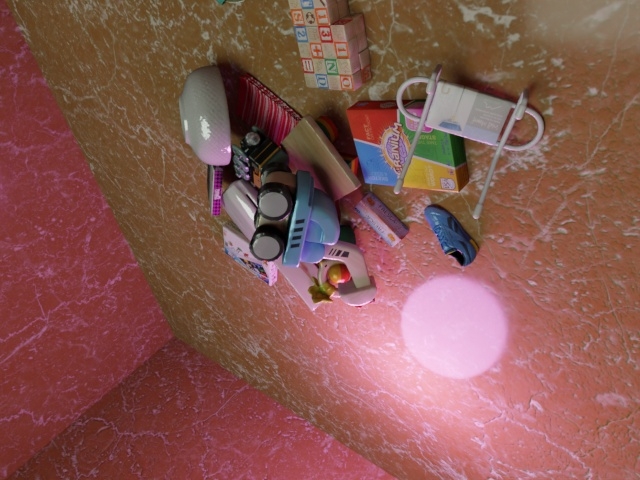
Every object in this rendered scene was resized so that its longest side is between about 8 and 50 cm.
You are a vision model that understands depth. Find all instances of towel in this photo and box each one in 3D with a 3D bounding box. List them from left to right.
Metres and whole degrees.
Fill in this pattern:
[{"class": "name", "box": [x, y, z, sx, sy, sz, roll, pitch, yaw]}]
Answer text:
[{"class": "towel", "box": [-0.182, -0.424, 1.736, 0.275, 0.031, 0.199, 41, 146, 11]}]

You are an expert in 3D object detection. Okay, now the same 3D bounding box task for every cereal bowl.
[{"class": "cereal bowl", "box": [-0.408, -0.425, 1.747, 0.339, 0.141, 0.339, 172, 90, -74]}]

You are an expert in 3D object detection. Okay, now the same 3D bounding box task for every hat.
[{"class": "hat", "box": [0.102, -0.045, 1.805, 0.173, 0.183, 0.208, 32, -175, 19]}]

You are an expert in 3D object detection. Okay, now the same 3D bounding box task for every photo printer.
[{"class": "photo printer", "box": [-0.285, -0.116, 2.018, 0.256, 0.107, 0.307, 54, 163, -9]}]

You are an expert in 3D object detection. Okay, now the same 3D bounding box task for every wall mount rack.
[{"class": "wall mount rack", "box": [0.323, -0.232, 1.186, 0.350, 0.130, 0.304, 19, 131, 10]}]

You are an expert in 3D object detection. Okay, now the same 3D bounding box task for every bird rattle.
[{"class": "bird rattle", "box": [0.079, 0.155, 1.884, 0.253, 0.143, 0.207, -2, 105, 5]}]

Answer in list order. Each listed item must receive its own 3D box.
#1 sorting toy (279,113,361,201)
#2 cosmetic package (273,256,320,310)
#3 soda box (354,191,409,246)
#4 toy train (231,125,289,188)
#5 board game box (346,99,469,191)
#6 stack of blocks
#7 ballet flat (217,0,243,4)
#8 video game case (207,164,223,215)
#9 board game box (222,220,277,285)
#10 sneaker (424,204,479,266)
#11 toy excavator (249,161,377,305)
[{"class": "sorting toy", "box": [0.015, -0.260, 1.591, 0.257, 0.089, 0.255, 53, 159, -6]}, {"class": "cosmetic package", "box": [-0.083, 0.123, 2.040, 0.296, 0.129, 0.153, 53, 175, -7]}, {"class": "soda box", "box": [0.199, -0.068, 1.642, 0.183, 0.058, 0.063, 46, 146, 4]}, {"class": "toy train", "box": [-0.206, -0.264, 1.774, 0.190, 0.142, 0.334, 43, 166, 4]}, {"class": "board game box", "box": [0.238, -0.264, 1.397, 0.316, 0.064, 0.242, 11, 132, 42]}, {"class": "stack of blocks", "box": [0.023, -0.555, 1.325, 0.171, 0.087, 0.297, 17, 135, 37]}, {"class": "ballet flat", "box": [-0.228, -0.736, 1.448, 0.247, 0.083, 0.087, 5, 152, 45]}, {"class": "video game case", "box": [-0.428, -0.255, 2.039, 0.210, 0.042, 0.232, -110, 25, -42]}, {"class": "board game box", "box": [-0.329, 0.061, 2.360, 0.305, 0.053, 0.193, 33, 143, 21]}, {"class": "sneaker", "box": [0.374, -0.013, 1.484, 0.209, 0.082, 0.069, 48, 148, 2]}, {"class": "toy excavator", "box": [0.000, 0.000, 1.623, 0.445, 0.222, 0.433, 9, 117, -7]}]
